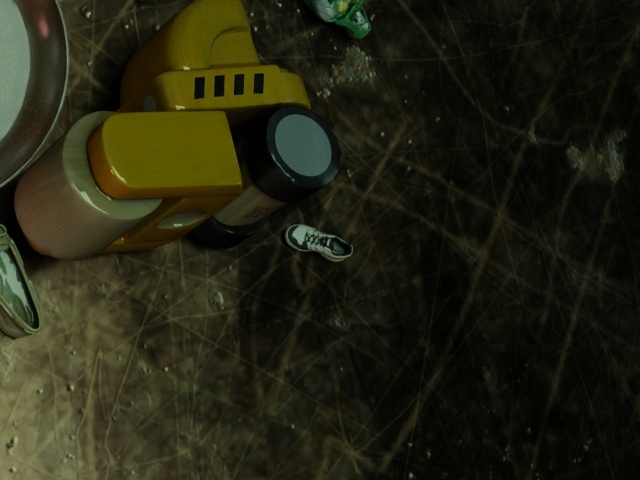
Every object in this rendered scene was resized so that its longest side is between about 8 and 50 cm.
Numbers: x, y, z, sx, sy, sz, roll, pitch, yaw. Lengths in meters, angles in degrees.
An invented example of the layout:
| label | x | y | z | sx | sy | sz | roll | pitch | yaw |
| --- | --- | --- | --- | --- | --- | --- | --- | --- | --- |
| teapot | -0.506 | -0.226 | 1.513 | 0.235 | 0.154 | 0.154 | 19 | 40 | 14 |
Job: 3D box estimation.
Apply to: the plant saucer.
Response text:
| label | x | y | z | sx | sy | sz | roll | pitch | yaw |
| --- | --- | --- | --- | --- | --- | --- | --- | --- | --- |
| plant saucer | -0.406 | -0.184 | 1.627 | 0.310 | 0.050 | 0.311 | -3 | 96 | -27 |

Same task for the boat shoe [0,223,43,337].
| label | x | y | z | sx | sy | sz | roll | pitch | yaw |
| --- | --- | --- | --- | --- | --- | --- | --- | --- | --- |
| boat shoe | -0.328 | 0.028 | 1.669 | 0.056 | 0.048 | 0.153 | -25 | 96 | -31 |

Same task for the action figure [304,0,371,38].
| label | x | y | z | sx | sy | sz | roll | pitch | yaw |
| --- | --- | --- | --- | --- | --- | --- | --- | --- | --- |
| action figure | -0.006 | -0.340 | 1.915 | 0.137 | 0.063 | 0.232 | -40 | 107 | -32 |

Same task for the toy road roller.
| label | x | y | z | sx | sy | sz | roll | pitch | yaw |
| --- | --- | --- | --- | --- | --- | --- | --- | --- | --- |
| toy road roller | -0.163 | -0.123 | 1.712 | 0.329 | 0.202 | 0.241 | -7 | 74 | -37 |

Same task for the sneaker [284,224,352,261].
| label | x | y | z | sx | sy | sz | roll | pitch | yaw |
| --- | --- | --- | --- | --- | --- | --- | --- | --- | --- |
| sneaker | 0.000 | 0.000 | 1.878 | 0.083 | 0.037 | 0.032 | 17 | 76 | -26 |
